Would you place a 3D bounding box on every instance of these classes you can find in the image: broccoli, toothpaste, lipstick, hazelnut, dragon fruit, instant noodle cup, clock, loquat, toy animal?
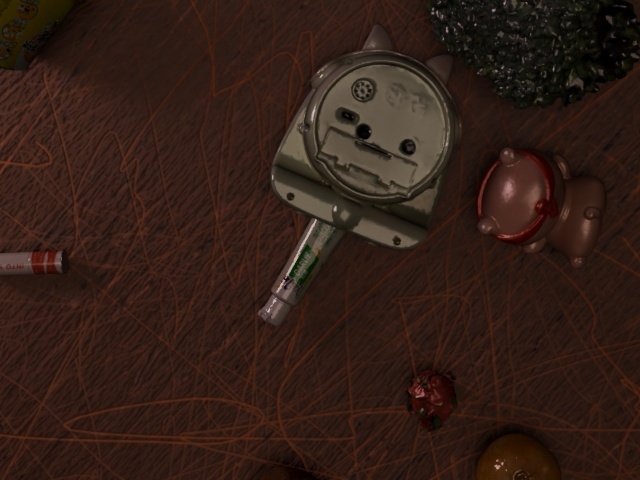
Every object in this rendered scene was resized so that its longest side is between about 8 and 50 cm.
[{"bbox_3d":[0.327,-0.360,1.506,0.281,0.348,0.293,-51,140,-21],"label":"broccoli"},{"bbox_3d":[0.000,0.000,1.656,0.058,0.056,0.314,25,99,-46],"label":"toothpaste"},{"bbox_3d":[-0.483,0.038,1.671,0.131,0.038,0.038,-3,100,1],"label":"lipstick"},{"bbox_3d":[-0.055,0.451,1.704,0.154,0.143,0.143,-42,97,15],"label":"hazelnut"},{"bbox_3d":[0.184,0.269,1.687,0.081,0.086,0.116,-18,112,-34],"label":"dragon fruit"},{"bbox_3d":[-0.476,-0.358,1.524,0.205,0.205,0.153,34,105,-5],"label":"instant noodle cup"},{"bbox_3d":[0.085,-0.165,1.576,0.265,0.108,0.324,22,92,-3],"label":"clock"},{"bbox_3d":[0.323,0.386,1.679,0.141,0.141,0.141,0,101,1],"label":"loquat"},{"bbox_3d":[0.340,-0.055,1.591,0.198,0.171,0.171,19,100,-11],"label":"toy animal"}]
